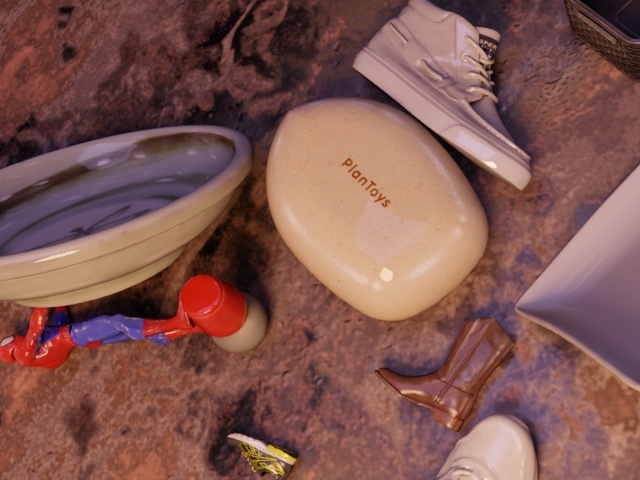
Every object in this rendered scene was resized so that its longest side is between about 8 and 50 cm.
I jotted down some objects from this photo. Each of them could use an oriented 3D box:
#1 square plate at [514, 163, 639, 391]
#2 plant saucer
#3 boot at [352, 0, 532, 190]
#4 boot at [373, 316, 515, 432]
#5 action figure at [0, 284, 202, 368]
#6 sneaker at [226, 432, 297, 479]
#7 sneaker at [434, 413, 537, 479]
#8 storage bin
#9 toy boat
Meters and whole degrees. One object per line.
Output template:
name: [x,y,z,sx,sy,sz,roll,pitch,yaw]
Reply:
square plate: [0.323,-0.035,0.702,0.049,0.344,0.347,42,92,-4]
plant saucer: [-0.258,-0.019,0.973,0.400,0.400,0.101,-4,114,23]
boot: [0.150,-0.169,0.928,0.123,0.095,0.258,-51,59,9]
boot: [0.123,0.115,0.874,0.106,0.037,0.114,30,89,17]
action figure: [-0.267,0.073,1.038,0.280,0.091,0.139,-16,72,17]
sneaker: [-0.066,0.227,0.923,0.083,0.031,0.035,14,79,28]
sneaker: [0.116,0.257,0.781,0.090,0.115,0.232,27,84,30]
storage bin: [0.345,-0.265,0.883,0.180,0.084,0.122,-43,60,4]
toy boat: [0.000,0.000,0.926,0.318,0.148,0.267,-36,66,0]
